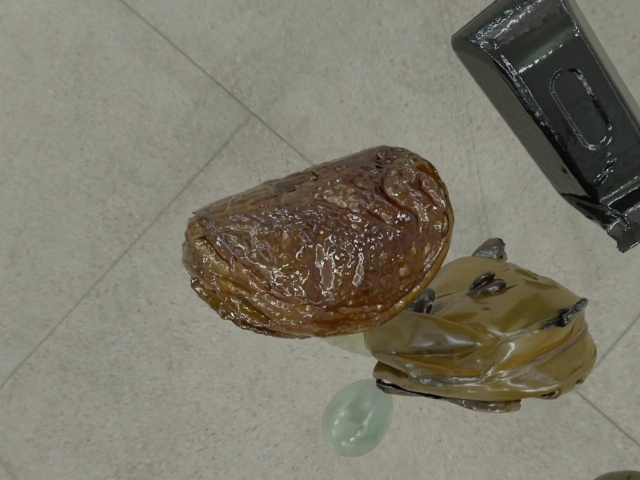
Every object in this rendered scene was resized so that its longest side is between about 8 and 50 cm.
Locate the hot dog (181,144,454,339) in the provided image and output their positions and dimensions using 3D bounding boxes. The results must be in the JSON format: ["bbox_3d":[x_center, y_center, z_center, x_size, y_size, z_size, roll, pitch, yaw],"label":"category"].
[{"bbox_3d":[0.000,0.000,0.866,0.387,0.174,0.267,-22,47,-26],"label":"hot dog"}]

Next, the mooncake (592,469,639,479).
[{"bbox_3d":[0.388,0.425,0.730,0.378,0.378,0.201,-21,93,4],"label":"mooncake"}]

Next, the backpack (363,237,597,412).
[{"bbox_3d":[0.268,0.145,1.051,0.378,0.353,0.201,-1,110,48],"label":"backpack"}]

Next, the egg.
[{"bbox_3d":[0.092,0.417,1.481,0.151,0.151,0.209,39,52,13],"label":"egg"}]

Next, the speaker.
[{"bbox_3d":[0.382,-0.192,0.922,0.180,0.184,0.388,-37,109,17],"label":"speaker"}]

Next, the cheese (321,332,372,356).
[{"bbox_3d":[0.034,0.103,1.344,0.247,0.174,0.251,11,44,7],"label":"cheese"}]
